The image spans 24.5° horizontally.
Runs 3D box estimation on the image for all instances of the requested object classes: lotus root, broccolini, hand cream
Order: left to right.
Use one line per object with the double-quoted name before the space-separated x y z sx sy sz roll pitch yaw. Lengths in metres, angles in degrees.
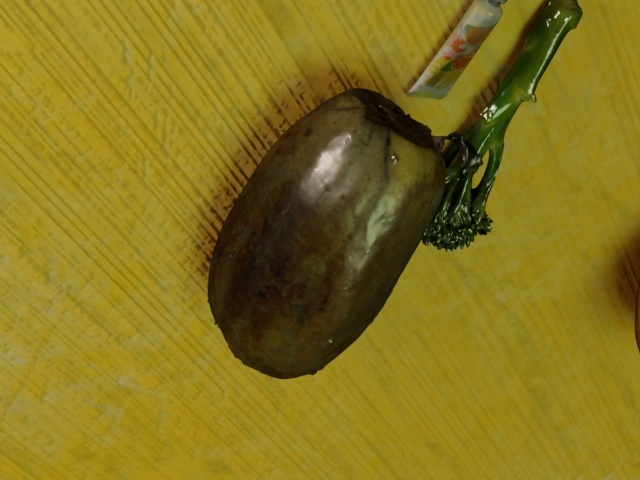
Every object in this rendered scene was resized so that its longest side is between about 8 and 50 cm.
"lotus root" 0.000 0.000 1.035 0.123 0.124 0.241 -7 136 -49
"hand cream" 0.098 -0.135 1.034 0.035 0.022 0.102 0 138 -39
"broccolini" 0.135 -0.080 1.087 0.067 0.058 0.216 11 126 -36

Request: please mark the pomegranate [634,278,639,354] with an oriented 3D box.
"pomegranate" 0.379 0.070 1.303 0.209 0.209 0.209 -17 140 -15
